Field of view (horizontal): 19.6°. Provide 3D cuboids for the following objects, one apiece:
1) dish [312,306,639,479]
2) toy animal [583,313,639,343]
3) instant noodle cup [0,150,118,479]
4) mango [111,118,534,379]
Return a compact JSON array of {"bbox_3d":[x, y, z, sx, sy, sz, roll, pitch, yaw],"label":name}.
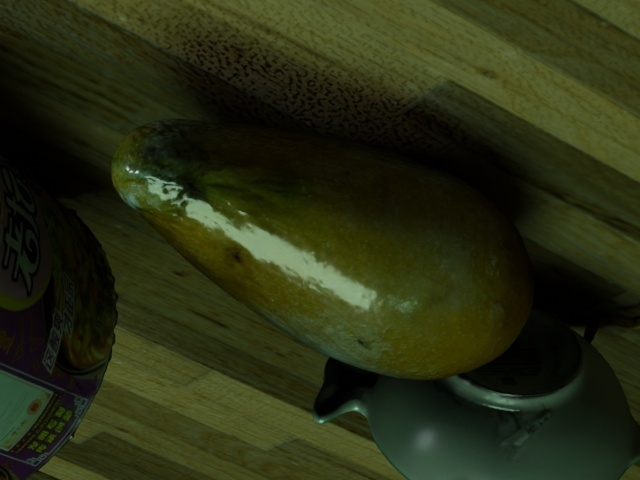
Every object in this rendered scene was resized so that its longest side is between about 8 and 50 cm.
[{"bbox_3d":[0.121,0.103,1.348,0.246,0.224,0.078,9,128,7],"label":"dish"},{"bbox_3d":[0.279,0.069,1.327,0.255,0.116,0.114,6,168,46],"label":"toy animal"},{"bbox_3d":[-0.324,0.043,1.329,0.340,0.340,0.266,-4,155,32],"label":"instant noodle cup"},{"bbox_3d":[0.000,0.000,1.232,0.316,0.146,0.193,19,178,-25],"label":"mango"}]
